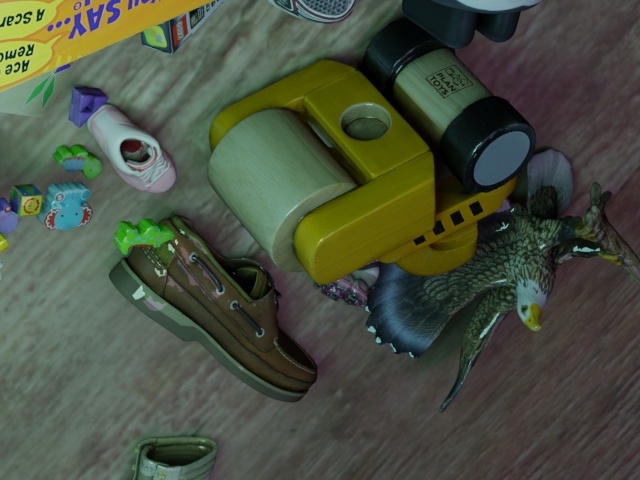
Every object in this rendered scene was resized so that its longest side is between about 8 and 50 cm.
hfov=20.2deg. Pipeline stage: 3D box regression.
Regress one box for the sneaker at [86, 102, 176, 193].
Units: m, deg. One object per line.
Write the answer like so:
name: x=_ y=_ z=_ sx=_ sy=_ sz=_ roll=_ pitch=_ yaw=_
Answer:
sneaker: x=-0.177 y=-0.077 z=1.789 sx=0.051 sy=0.070 sz=0.134 roll=-44 pitch=137 yaw=-4

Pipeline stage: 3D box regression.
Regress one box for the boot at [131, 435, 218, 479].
boot: x=-0.214 y=0.311 z=2.038 sx=0.213 sy=0.077 sz=0.165 roll=-14 pitch=128 yaw=-35

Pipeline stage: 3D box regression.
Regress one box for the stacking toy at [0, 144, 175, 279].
stacking toy: x=-0.272 y=-0.026 z=1.687 sx=0.221 sy=0.167 sz=0.052 roll=-7 pitch=124 yaw=-33

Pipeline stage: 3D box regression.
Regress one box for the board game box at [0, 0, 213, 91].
board game box: x=-0.214 y=-0.386 z=1.333 sx=0.356 sy=0.356 sz=0.356 roll=-26 pitch=133 yaw=-18

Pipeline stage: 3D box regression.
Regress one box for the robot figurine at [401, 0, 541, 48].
robot figurine: x=0.160 y=-0.335 z=1.779 sx=0.209 sy=0.173 sz=0.278 roll=-59 pitch=162 yaw=-58

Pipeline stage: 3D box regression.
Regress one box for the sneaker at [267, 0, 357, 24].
sneaker: x=-0.030 y=-0.316 z=1.694 sx=0.121 sy=0.112 sz=0.299 roll=-35 pitch=136 yaw=-10

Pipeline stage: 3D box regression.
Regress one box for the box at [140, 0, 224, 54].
box: x=-0.128 y=-0.285 z=1.638 sx=0.114 sy=0.036 sz=0.207 roll=-51 pitch=152 yaw=-38

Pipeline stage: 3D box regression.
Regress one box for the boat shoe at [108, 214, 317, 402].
boat shoe: x=-0.086 y=0.077 z=1.936 sx=0.104 sy=0.111 sz=0.307 roll=-49 pitch=136 yaw=5

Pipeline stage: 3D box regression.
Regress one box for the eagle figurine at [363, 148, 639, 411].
eagle figurine: x=0.214 y=0.047 z=2.104 sx=0.298 sy=0.226 sz=0.225 roll=-27 pitch=-178 yaw=19

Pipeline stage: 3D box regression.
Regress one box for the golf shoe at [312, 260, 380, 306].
golf shoe: x=0.000 y=0.000 z=1.987 sx=0.186 sy=0.067 sz=0.086 roll=39 pitch=67 yaw=-45

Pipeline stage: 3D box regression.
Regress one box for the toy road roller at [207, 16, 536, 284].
toy road roller: x=0.058 y=-0.055 z=1.891 sx=0.329 sy=0.202 sz=0.240 roll=-26 pitch=144 yaw=-19

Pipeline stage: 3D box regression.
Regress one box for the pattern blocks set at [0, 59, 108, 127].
pattern blocks set: x=-0.269 y=-0.175 z=1.605 sx=0.285 sy=0.026 sz=0.325 roll=-53 pitch=158 yaw=7
